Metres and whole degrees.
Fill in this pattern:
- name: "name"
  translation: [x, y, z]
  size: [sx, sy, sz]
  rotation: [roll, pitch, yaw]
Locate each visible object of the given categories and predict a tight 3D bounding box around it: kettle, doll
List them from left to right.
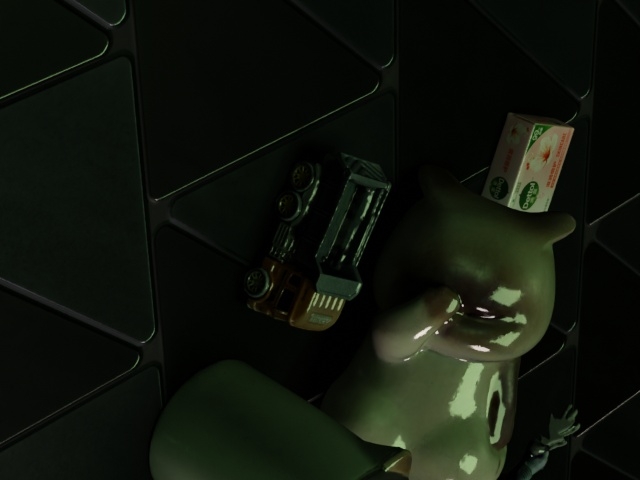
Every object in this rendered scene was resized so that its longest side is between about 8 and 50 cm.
- name: "kettle"
  translation: [-0.045, 0.274, 1.901]
  size: [0.165, 0.255, 0.240]
  rotation: [19, 97, -55]
- name: "doll"
  translation: [0.136, 0.127, 2.057]
  size: [0.226, 0.215, 0.370]
  rotation: [-39, 147, -65]

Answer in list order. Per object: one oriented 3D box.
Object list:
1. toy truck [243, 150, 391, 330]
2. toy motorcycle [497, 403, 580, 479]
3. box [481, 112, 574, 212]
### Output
- name: "toy truck"
  translation: [0.000, 0.000, 1.918]
  size: [0.083, 0.092, 0.192]
  rotation: [15, 100, -53]
- name: "toy motorcycle"
  translation: [0.190, 0.332, 2.241]
  size: [0.401, 0.207, 0.134]
  rotation: [-33, 138, -44]
- name: "box"
  translation: [0.246, -0.087, 2.191]
  size: [0.089, 0.043, 0.125]
  rotation: [-1, 112, -49]
